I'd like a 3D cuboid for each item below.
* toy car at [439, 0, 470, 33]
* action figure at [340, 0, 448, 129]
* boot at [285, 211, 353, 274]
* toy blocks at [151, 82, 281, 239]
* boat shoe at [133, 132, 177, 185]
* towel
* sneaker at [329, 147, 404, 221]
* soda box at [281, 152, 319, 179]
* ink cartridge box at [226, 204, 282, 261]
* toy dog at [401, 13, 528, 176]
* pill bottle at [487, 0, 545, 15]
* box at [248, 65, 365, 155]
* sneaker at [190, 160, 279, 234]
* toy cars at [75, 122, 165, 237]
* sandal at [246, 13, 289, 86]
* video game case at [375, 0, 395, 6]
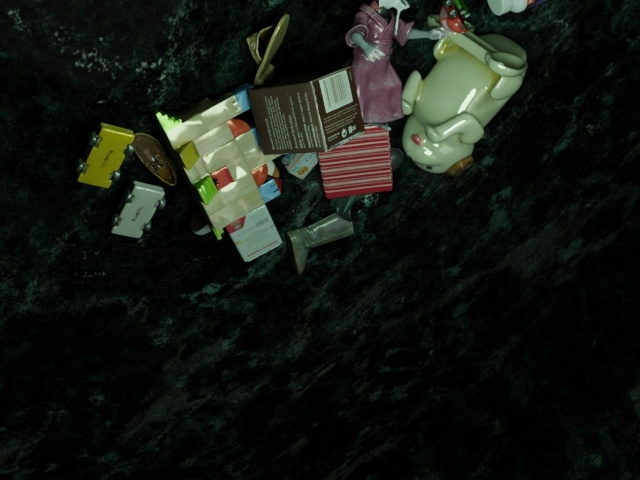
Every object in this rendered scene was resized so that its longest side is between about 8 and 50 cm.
[{"bbox_3d":[0.316,-0.592,1.965,0.053,0.239,0.225,-32,167,24],"label":"toy car"},{"bbox_3d":[0.133,-0.476,1.975,0.248,0.275,0.370,-6,114,-40],"label":"action figure"},{"bbox_3d":[0.001,0.002,2.430,0.208,0.076,0.190,-24,142,-19],"label":"boot"},{"bbox_3d":[-0.221,-0.216,1.967,0.261,0.191,0.381,-30,119,-13],"label":"toy blocks"},{"bbox_3d":[-0.411,-0.201,1.967,0.064,0.060,0.178,-34,139,3],"label":"boat shoe"},{"bbox_3d":[0.095,-0.217,2.161,0.199,0.031,0.275,-8,143,2],"label":"towel"},{"bbox_3d":[0.153,-0.160,2.327,0.267,0.106,0.101,-43,138,10],"label":"sneaker"},{"bbox_3d":[-0.022,-0.258,2.150,0.183,0.063,0.058,-48,137,17],"label":"soda box"},{"bbox_3d":[-0.200,-0.038,2.251,0.127,0.072,0.175,-28,139,-5],"label":"ink cartridge box"},{"bbox_3d":[0.362,-0.375,2.156,0.395,0.284,0.408,-28,151,-55],"label":"toy dog"},{"bbox_3d":[0.539,-0.663,2.060,0.193,0.108,0.108,-25,139,-8],"label":"pill bottle"},{"bbox_3d":[-0.032,-0.309,1.882,0.168,0.203,0.167,-33,116,-45],"label":"box"},{"bbox_3d":[-0.224,-0.107,2.142,0.290,0.106,0.123,-43,136,11],"label":"sneaker"},{"bbox_3d":[-0.492,-0.156,1.948,0.176,0.087,0.394,-15,142,2],"label":"toy cars"},{"bbox_3d":[-0.145,-0.454,1.874,0.088,0.079,0.240,-57,175,-36],"label":"sandal"},{"bbox_3d":[0.219,-0.638,1.745,0.210,0.042,0.232,-22,158,-6],"label":"video game case"}]
